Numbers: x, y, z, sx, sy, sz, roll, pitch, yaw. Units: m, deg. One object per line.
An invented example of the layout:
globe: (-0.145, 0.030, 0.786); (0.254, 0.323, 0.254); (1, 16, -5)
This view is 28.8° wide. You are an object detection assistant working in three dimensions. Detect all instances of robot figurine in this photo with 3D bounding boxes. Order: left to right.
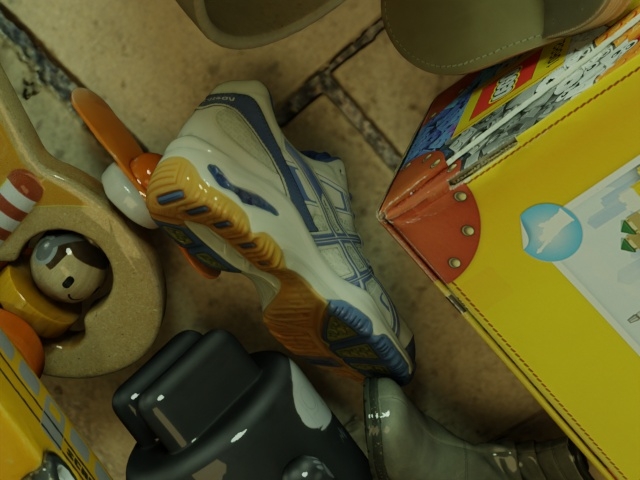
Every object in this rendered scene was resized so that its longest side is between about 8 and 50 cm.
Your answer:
robot figurine: (-0.050, 0.207, 1.030); (0.173, 0.209, 0.278); (-32, 106, 11)

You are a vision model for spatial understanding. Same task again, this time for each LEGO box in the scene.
LEGO box: (0.348, 0.033, 0.821); (0.372, 0.193, 0.500); (-34, 105, 33)

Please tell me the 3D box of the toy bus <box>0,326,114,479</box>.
toy bus: (-0.258, 0.132, 0.896); (0.108, 0.130, 0.333); (-30, 109, 3)

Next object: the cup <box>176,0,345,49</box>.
cup: (-0.032, -0.312, 0.709); (0.237, 0.331, 0.331); (44, 119, 9)

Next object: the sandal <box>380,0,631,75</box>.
sandal: (0.138, -0.159, 0.827); (0.079, 0.240, 0.088); (-9, 96, -29)

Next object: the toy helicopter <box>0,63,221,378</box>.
toy helicopter: (-0.221, -0.052, 0.963); (0.235, 0.140, 0.355); (-15, 112, 14)

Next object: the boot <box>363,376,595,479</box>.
boot: (0.134, 0.173, 1.003); (0.161, 0.083, 0.246); (-12, 140, 16)

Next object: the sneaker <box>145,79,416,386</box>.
sneaker: (0.000, 0.000, 0.954); (0.112, 0.131, 0.296); (-2, 143, 39)
